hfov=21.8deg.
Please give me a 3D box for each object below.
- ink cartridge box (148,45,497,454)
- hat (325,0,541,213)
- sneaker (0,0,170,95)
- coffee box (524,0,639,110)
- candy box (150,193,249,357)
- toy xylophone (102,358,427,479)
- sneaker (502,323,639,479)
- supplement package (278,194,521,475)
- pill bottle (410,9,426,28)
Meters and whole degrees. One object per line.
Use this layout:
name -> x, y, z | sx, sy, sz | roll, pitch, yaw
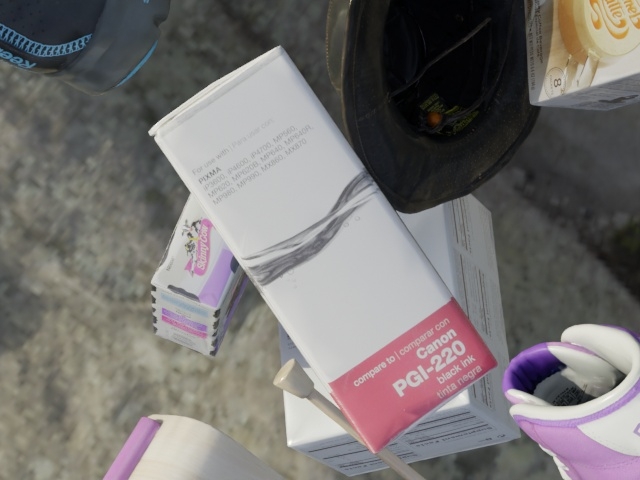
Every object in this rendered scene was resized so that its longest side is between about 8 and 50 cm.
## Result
ink cartridge box -> 0.000, 0.000, 0.974 | 0.092, 0.158, 0.218 | -36, 94, 0
hat -> 0.086, -0.198, 1.555 | 0.134, 0.331, 0.331 | 24, 133, 40
sneaker -> -0.174, -0.255, 0.958 | 0.139, 0.341, 0.125 | 11, 149, -44
coffee box -> 0.286, -0.201, 1.398 | 0.246, 0.098, 0.141 | -14, 77, 56
candy box -> -0.100, 0.008, 1.608 | 0.070, 0.165, 0.196 | 22, 163, 2
toy xylophone -> -0.027, 0.255, 1.421 | 0.323, 0.236, 0.081 | 47, 152, -11
sneaker -> 0.168, 0.114, 0.934 | 0.161, 0.102, 0.282 | 34, 161, 2
supplement package -> 0.075, 0.087, 1.731 | 0.204, 0.262, 0.145 | -16, 153, 23
pill bottle -> 0.133, -0.227, 1.771 | 0.130, 0.246, 0.130 | 3, 114, 6
